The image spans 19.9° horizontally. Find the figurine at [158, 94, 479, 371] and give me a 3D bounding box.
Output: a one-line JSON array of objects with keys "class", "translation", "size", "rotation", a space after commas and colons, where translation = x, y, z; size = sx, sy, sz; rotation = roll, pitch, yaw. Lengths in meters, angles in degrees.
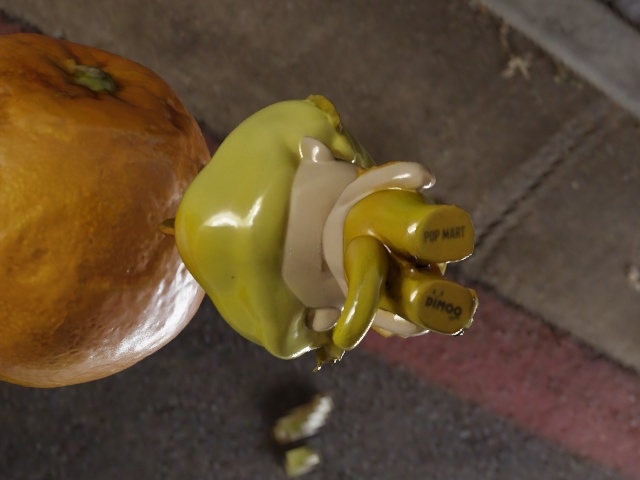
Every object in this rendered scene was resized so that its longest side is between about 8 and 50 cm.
[{"class": "figurine", "translation": [0.000, 0.000, 0.983], "size": [0.131, 0.246, 0.156], "rotation": [-4, 96, -26]}]

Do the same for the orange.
[{"class": "orange", "translation": [-0.201, -0.020, 1.296], "size": [0.261, 0.261, 0.261], "rotation": [-11, 137, -10]}]
